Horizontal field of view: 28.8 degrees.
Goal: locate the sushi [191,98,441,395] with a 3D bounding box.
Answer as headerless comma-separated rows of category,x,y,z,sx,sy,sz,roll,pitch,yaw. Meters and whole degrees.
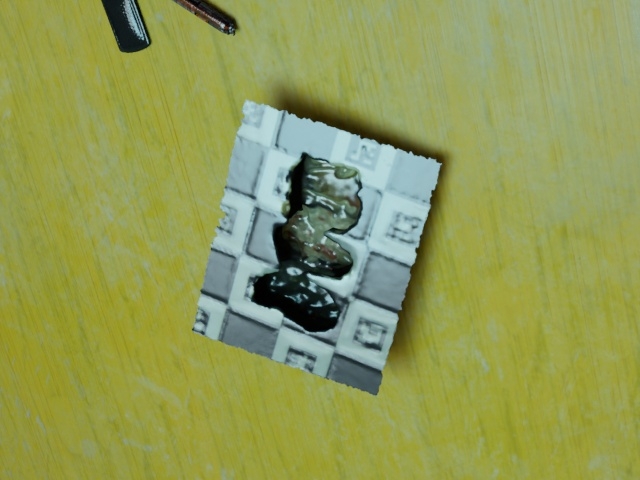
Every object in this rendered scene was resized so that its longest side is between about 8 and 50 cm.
sushi,0.000,0.000,1.795,0.296,0.100,0.373,19,113,12

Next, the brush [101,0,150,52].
brush,-0.304,-0.367,1.825,0.062,0.016,0.194,-7,111,33

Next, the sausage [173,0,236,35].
sausage,-0.198,-0.345,1.767,0.198,0.025,0.028,33,159,14
